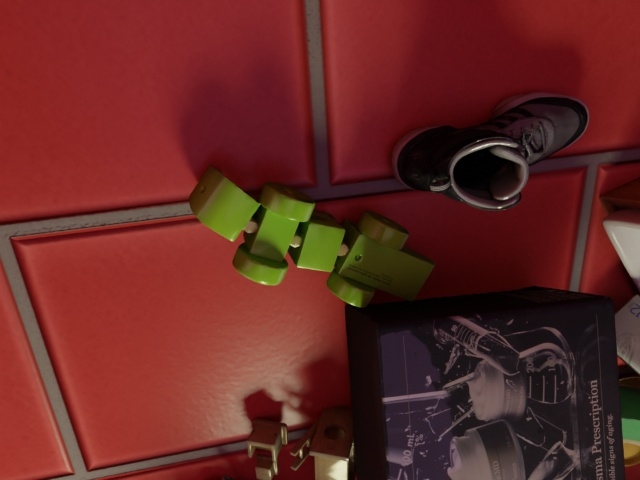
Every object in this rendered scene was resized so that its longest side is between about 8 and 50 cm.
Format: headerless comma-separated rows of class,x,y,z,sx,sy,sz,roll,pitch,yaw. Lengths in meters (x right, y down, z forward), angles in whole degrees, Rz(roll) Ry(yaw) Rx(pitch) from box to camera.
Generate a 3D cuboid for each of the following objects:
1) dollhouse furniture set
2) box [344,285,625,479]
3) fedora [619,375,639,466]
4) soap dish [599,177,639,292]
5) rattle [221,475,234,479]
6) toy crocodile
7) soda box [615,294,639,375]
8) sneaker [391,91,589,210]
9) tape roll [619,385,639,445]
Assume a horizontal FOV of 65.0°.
dollhouse furniture set,-0.025,0.363,0.804,0.160,0.101,0.182,5,114,13
box,0.211,0.250,0.680,0.312,0.179,0.344,-5,91,-9
fedora,0.548,0.339,0.903,0.194,0.079,0.195,-4,112,-11
soap dish,0.566,0.033,0.711,0.118,0.229,0.291,-46,114,-10
rattle,-0.078,0.430,0.827,0.199,0.142,0.130,43,142,13
toy crocodile,0.000,0.000,0.643,0.340,0.105,0.115,17,107,-23
soda box,0.557,0.214,0.738,0.091,0.286,0.098,-48,145,10
sneaker,0.232,-0.106,0.611,0.268,0.153,0.102,-16,115,-5
tape roll,0.479,0.391,0.843,0.320,0.077,0.322,6,117,12
